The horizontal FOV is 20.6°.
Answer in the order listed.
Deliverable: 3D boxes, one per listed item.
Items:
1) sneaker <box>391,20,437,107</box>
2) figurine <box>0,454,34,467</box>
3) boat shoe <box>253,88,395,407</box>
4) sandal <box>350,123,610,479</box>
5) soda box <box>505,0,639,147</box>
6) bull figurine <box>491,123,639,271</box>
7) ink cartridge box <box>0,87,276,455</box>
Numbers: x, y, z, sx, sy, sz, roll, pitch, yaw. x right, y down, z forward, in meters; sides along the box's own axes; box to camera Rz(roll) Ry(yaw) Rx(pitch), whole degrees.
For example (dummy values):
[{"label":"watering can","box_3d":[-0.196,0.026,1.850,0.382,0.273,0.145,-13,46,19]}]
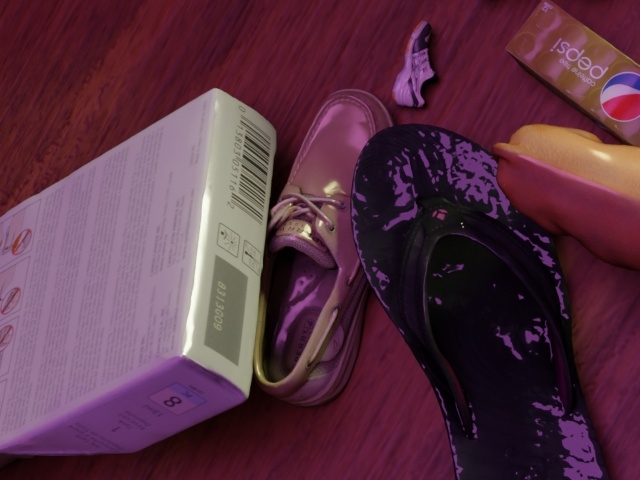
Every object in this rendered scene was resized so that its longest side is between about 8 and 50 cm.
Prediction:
[{"label":"sneaker","box_3d":[0.095,-0.164,1.660,0.037,0.032,0.083,16,89,11]},{"label":"figurine","box_3d":[-0.356,0.277,1.712,0.209,0.092,0.215,-33,67,16]},{"label":"boat shoe","box_3d":[0.000,0.000,1.618,0.109,0.098,0.302,10,82,24]},{"label":"sandal","box_3d":[0.151,0.088,1.511,0.167,0.107,0.446,-19,74,-4]},{"label":"soda box","box_3d":[0.254,-0.137,1.569,0.181,0.058,0.061,41,95,25]},{"label":"bull figurine","box_3d":[0.287,-0.009,1.453,0.310,0.188,0.101,31,91,25]},{"label":"ink cartridge box","box_3d":[-0.213,0.068,1.643,0.385,0.091,0.308,-28,42,35]}]
